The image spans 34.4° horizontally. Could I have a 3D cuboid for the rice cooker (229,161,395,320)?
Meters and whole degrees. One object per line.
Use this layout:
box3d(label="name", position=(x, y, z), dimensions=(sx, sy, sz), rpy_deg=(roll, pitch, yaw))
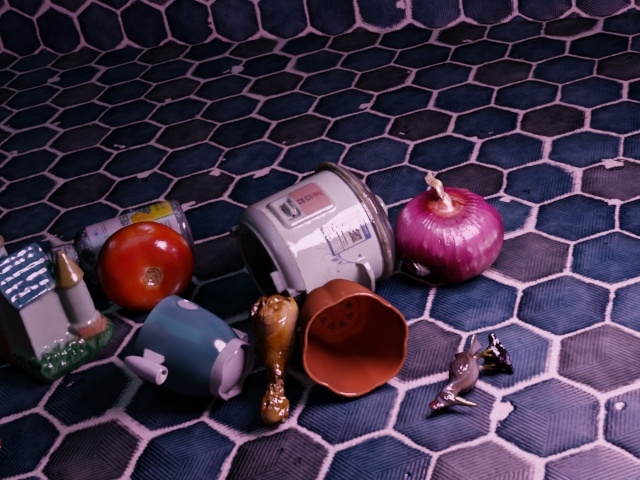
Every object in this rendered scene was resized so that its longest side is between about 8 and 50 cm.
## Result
box3d(label="rice cooker", position=(0.000, 0.000, 1.995), dimensions=(0.317, 0.264, 0.316), rpy_deg=(-5, 43, 5))

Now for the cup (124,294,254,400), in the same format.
box3d(label="cup", position=(-0.216, 0.202, 1.833), dimensions=(0.173, 0.167, 0.300), rpy_deg=(19, 16, 23))

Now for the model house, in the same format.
box3d(label="model house", position=(-0.572, 0.074, 2.000), dimensions=(0.267, 0.324, 0.194), rpy_deg=(20, 45, 41))

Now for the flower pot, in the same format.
box3d(label="flower pot", position=(0.045, 0.156, 1.814), dimensions=(0.191, 0.190, 0.173), rpy_deg=(-15, 17, -6))

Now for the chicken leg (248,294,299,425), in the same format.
box3d(label="chicken leg", position=(-0.077, 0.203, 1.789), dimensions=(0.087, 0.107, 0.251), rpy_deg=(-10, 58, 14))

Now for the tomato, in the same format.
box3d(label="tomato", position=(-0.357, 0.051, 2.100), dimensions=(0.195, 0.195, 0.136), rpy_deg=(-19, 26, -13))

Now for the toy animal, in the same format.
box3d(label="toy animal", position=(0.247, 0.225, 1.745), dimensions=(0.105, 0.070, 0.202), rpy_deg=(1, 33, 44))

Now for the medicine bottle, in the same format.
box3d(label="medicine bottle", position=(-0.426, 0.019, 2.220), dimensions=(0.293, 0.141, 0.141), rpy_deg=(-20, 32, -13))

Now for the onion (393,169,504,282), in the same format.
box3d(label="onion", position=(0.243, -0.002, 2.011), dimensions=(0.207, 0.200, 0.200), rpy_deg=(27, 38, 1))
